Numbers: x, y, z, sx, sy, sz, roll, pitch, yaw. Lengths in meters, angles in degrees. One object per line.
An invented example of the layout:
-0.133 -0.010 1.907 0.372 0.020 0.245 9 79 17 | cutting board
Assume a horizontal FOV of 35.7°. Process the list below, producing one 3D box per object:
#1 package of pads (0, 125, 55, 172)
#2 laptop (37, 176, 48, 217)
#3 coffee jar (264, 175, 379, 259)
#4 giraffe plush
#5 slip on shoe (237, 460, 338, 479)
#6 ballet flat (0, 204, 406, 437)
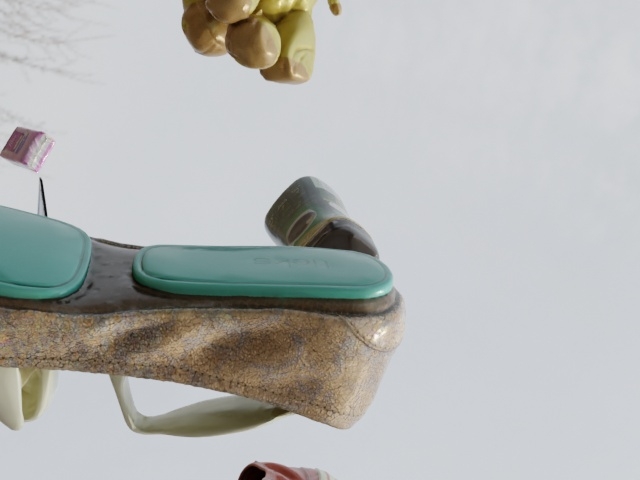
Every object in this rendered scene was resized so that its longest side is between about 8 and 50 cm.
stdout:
-0.379 -0.119 1.287 0.083 0.032 0.050 17 -106 51 | package of pads
-0.560 0.059 1.786 0.136 0.264 0.234 40 -35 11 | laptop
0.000 0.000 1.132 0.096 0.079 0.184 -49 -154 8 | coffee jar
-0.097 -0.276 1.144 0.170 0.210 0.181 -2 -48 35 | giraffe plush
-0.039 0.275 0.832 0.101 0.331 0.123 18 -80 -4 | slip on shoe
-0.115 0.049 0.511 0.315 0.107 0.106 9 -69 -2 | ballet flat
